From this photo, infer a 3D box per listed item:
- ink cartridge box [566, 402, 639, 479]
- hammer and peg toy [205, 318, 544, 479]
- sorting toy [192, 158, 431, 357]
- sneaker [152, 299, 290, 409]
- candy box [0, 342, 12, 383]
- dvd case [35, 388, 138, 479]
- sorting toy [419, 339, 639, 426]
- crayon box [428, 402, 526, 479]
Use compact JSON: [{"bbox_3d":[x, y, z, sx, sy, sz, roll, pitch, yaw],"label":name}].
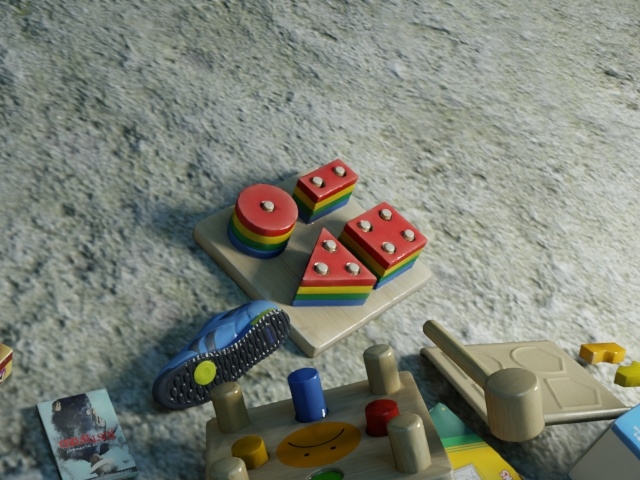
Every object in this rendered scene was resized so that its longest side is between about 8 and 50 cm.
[{"bbox_3d":[0.491,0.274,1.266,0.307,0.129,0.223,-21,59,-36],"label":"ink cartridge box"},{"bbox_3d":[0.052,0.216,1.138,0.361,0.127,0.266,-14,18,-2],"label":"hammer and peg toy"},{"bbox_3d":[0.000,0.000,1.481,0.255,0.089,0.257,-29,64,-39],"label":"sorting toy"},{"bbox_3d":[-0.136,0.141,1.321,0.209,0.069,0.082,-33,34,-31],"label":"sneaker"},{"bbox_3d":[-0.464,0.129,1.196,0.187,0.053,0.109,28,45,6],"label":"candy box"},{"bbox_3d":[-0.271,0.230,1.206,0.087,0.013,0.119,-9,53,-29],"label":"dvd case"},{"bbox_3d":[0.314,0.194,1.404,0.307,0.041,0.229,-1,20,-23],"label":"sorting toy"},{"bbox_3d":[0.183,0.345,1.233,0.278,0.081,0.165,42,47,18],"label":"crayon box"}]
